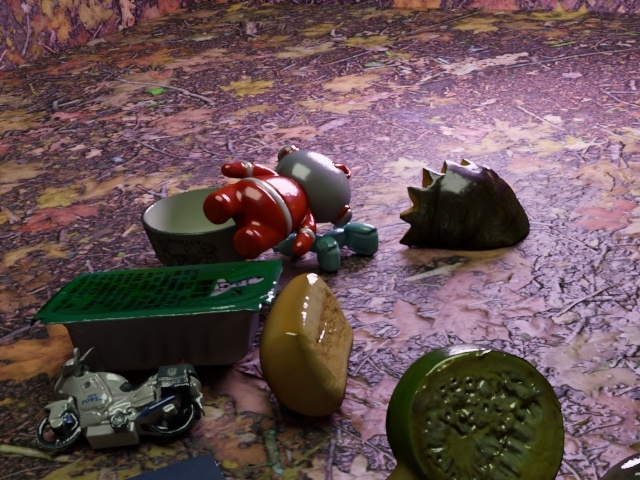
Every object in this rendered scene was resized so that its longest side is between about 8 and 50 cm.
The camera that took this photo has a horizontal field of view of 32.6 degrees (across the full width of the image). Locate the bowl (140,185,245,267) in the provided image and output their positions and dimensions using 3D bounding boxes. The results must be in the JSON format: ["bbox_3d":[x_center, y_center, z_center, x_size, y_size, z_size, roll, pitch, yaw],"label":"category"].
[{"bbox_3d":[-0.195,-0.005,1.873,0.212,0.112,0.211,-5,22,2],"label":"bowl"}]

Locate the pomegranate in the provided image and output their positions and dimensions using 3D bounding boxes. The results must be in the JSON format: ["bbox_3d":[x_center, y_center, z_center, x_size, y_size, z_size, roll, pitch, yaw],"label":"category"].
[{"bbox_3d":[0.155,0.236,1.208,0.190,0.240,0.159,14,-15,-9],"label":"pomegranate"}]

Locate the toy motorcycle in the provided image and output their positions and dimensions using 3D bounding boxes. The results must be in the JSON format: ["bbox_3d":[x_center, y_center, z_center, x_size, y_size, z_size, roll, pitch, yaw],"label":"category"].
[{"bbox_3d":[-0.258,0.203,1.436,0.221,0.102,0.150,-6,44,5],"label":"toy motorcycle"}]

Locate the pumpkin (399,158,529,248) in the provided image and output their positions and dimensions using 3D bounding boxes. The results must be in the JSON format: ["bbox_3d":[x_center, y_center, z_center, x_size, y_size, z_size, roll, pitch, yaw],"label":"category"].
[{"bbox_3d":[0.269,-0.066,1.892,0.254,0.130,0.149,-19,26,-31],"label":"pumpkin"}]

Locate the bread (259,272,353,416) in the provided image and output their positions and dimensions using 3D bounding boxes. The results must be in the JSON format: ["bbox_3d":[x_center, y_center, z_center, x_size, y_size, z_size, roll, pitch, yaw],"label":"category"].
[{"bbox_3d":[-0.024,0.141,1.466,0.098,0.147,0.217,-21,17,15],"label":"bread"}]

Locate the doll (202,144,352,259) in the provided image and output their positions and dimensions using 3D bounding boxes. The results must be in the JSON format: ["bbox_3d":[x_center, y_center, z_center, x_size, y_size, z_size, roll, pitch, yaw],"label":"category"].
[{"bbox_3d":[-0.051,-0.072,1.816,0.200,0.105,0.336,46,40,11],"label":"doll"}]

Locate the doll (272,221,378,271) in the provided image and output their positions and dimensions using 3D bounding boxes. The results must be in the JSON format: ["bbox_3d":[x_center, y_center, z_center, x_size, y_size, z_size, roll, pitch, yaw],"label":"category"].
[{"bbox_3d":[0.000,0.000,1.886,0.159,0.059,0.159,-21,29,-29],"label":"doll"}]

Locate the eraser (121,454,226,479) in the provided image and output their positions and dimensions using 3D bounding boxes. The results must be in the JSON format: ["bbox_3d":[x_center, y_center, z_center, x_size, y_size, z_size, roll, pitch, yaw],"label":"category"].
[{"bbox_3d":[-0.218,0.307,1.247,0.225,0.036,0.082,-15,25,-20],"label":"eraser"}]

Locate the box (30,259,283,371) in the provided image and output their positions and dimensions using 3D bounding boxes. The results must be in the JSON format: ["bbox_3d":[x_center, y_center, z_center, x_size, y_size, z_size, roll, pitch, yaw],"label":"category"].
[{"bbox_3d":[-0.223,0.114,1.587,0.337,0.106,0.264,-3,14,4],"label":"box"}]

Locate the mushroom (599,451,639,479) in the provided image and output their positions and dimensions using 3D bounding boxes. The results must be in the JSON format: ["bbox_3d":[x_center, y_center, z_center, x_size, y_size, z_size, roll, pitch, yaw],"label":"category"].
[{"bbox_3d":[0.347,0.276,1.119,0.188,0.117,0.141,-23,17,-25],"label":"mushroom"}]
